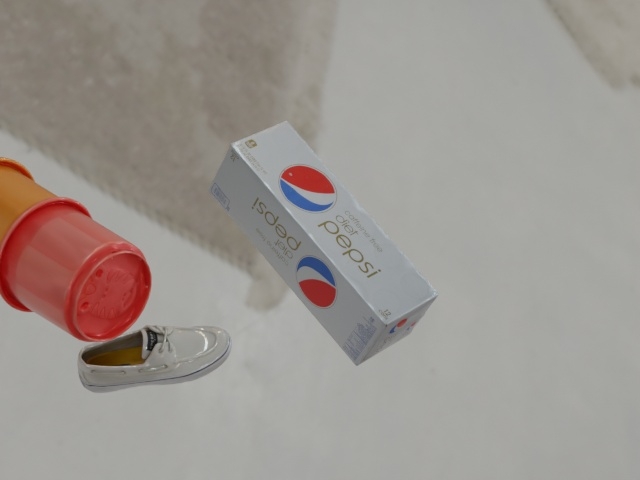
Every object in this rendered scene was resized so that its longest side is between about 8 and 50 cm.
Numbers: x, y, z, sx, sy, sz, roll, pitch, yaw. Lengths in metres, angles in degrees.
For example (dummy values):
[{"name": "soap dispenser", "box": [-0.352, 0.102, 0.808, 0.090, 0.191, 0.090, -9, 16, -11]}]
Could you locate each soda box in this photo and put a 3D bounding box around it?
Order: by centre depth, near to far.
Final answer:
[{"name": "soda box", "box": [0.000, 0.000, 1.366, 0.074, 0.069, 0.216, -27, 69, -39]}]

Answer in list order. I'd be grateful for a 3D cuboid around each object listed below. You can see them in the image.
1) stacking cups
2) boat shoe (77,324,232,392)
[{"name": "stacking cups", "box": [-0.226, -0.027, 0.988, 0.316, 0.096, 0.096, 28, 28, 33]}, {"name": "boat shoe", "box": [-0.106, 0.070, 0.989, 0.100, 0.035, 0.035, -9, 56, -6]}]
